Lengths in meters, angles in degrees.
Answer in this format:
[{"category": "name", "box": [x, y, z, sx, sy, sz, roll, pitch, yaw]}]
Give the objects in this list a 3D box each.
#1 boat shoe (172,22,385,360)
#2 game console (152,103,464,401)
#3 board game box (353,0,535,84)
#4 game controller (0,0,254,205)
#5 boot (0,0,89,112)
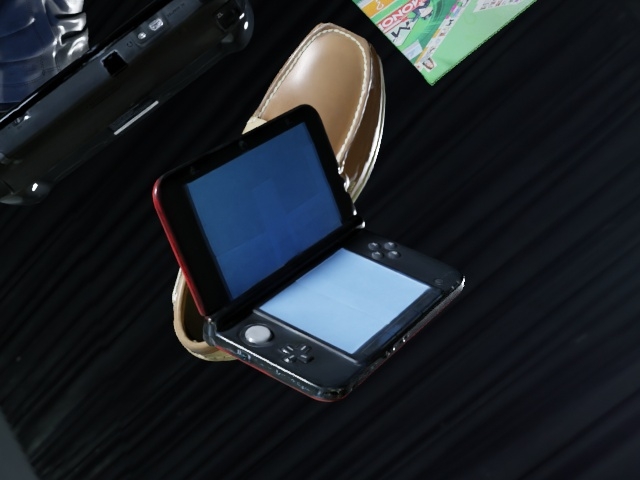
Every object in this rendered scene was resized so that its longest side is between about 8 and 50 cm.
[{"category": "boat shoe", "box": [-0.037, -0.036, 0.930, 0.122, 0.324, 0.120, 23, 3, 7]}, {"category": "game console", "box": [0.000, 0.000, 0.568, 0.124, 0.085, 0.144, 24, 37, 27]}, {"category": "board game box", "box": [0.146, -0.314, 0.943, 0.213, 0.317, 0.046, 44, 34, -14]}, {"category": "game controller", "box": [-0.198, -0.140, 0.990, 0.067, 0.319, 0.166, 54, 2, 0]}, {"category": "boot", "box": [-0.351, -0.232, 1.059, 0.118, 0.223, 0.338, 15, 22, 36]}]
